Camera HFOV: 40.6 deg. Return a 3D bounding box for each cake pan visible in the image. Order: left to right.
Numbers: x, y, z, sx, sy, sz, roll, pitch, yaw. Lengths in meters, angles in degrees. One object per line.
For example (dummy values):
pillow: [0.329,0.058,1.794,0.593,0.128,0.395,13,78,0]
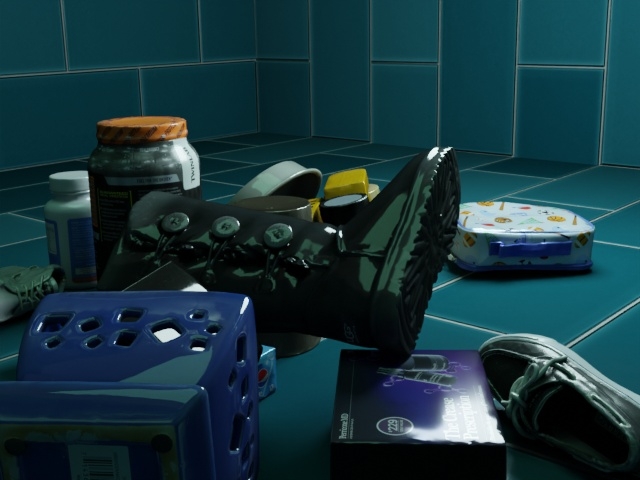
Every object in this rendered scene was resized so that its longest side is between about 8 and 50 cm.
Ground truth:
cake pan: [-0.118,-0.047,1.724,0.054,0.293,0.293,45,31,14]

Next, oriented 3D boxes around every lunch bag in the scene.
lunch bag: [0.407,-0.002,1.820,0.303,0.115,0.243,-2,17,-6]

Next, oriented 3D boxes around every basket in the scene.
basket: [-0.077,0.048,1.420,0.154,0.227,0.204,-2,14,-5]

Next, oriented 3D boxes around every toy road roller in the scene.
toy road roller: [0.000,0.000,1.680,0.241,0.202,0.329,-10,14,10]

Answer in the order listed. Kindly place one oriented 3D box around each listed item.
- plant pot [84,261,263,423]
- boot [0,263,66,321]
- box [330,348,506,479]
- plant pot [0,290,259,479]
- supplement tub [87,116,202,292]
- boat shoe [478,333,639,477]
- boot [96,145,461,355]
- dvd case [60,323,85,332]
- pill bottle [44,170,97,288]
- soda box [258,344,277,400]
plant pot: [-0.182,0.167,1.057,0.167,0.188,0.187,27,24,11]
boot: [-0.535,0.089,1.553,0.123,0.095,0.258,-9,14,-2]
box: [0.108,0.218,1.008,0.184,0.103,0.261,-3,14,4]
plant pot: [-0.191,0.196,0.864,0.236,0.236,0.212,1,20,5]
supplement tub: [-0.324,-0.055,1.619,0.207,0.338,0.207,0,15,0]
boat shoe: [0.278,0.196,1.050,0.105,0.113,0.306,7,17,-34]
boot: [-0.050,-0.014,1.245,0.445,0.146,0.367,3,40,24]
dvd case: [-0.279,0.114,1.314,0.179,0.029,0.239,-14,16,-37]
pill bottle: [-0.487,-0.023,1.738,0.124,0.221,0.124,-1,15,0]
soda box: [-0.169,0.177,1.247,0.210,0.067,0.071,8,17,30]
